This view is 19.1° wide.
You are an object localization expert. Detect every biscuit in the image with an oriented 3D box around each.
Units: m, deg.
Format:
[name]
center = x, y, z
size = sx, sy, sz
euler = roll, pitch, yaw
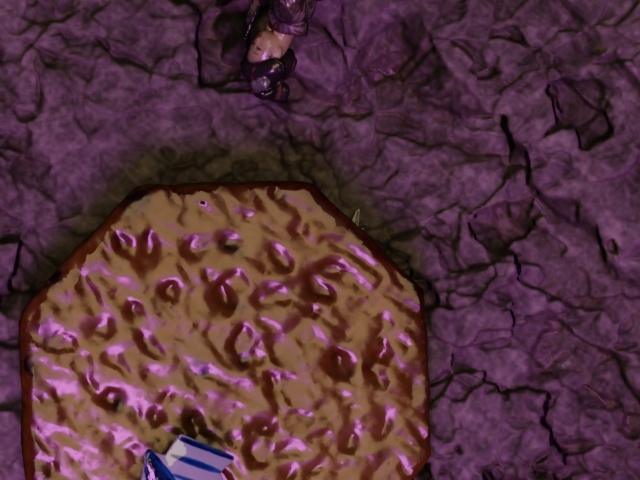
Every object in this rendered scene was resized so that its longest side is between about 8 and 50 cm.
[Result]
[biscuit]
center = -0.076, 0.118, 1.560
size = 0.359, 0.046, 0.359
euler = 0, 89, -11

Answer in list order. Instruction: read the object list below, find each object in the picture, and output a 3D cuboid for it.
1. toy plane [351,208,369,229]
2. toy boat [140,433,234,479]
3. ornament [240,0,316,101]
[toy plane]
center = 0.001, 0.000, 1.611
size = 0.084, 0.024, 0.078
euler = -17, 81, -5
[toy boat]
center = -0.134, 0.296, 1.513
size = 0.220, 0.067, 0.291
euler = 12, 89, -13
[ornament]
center = -0.037, -0.218, 1.587
size = 0.153, 0.166, 0.196
euler = 21, 95, -5
